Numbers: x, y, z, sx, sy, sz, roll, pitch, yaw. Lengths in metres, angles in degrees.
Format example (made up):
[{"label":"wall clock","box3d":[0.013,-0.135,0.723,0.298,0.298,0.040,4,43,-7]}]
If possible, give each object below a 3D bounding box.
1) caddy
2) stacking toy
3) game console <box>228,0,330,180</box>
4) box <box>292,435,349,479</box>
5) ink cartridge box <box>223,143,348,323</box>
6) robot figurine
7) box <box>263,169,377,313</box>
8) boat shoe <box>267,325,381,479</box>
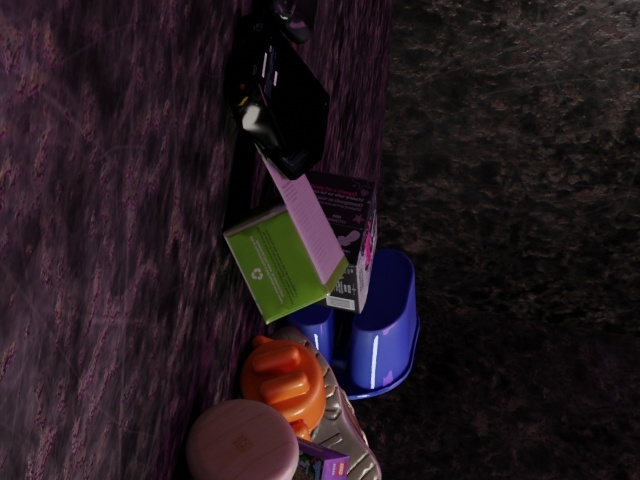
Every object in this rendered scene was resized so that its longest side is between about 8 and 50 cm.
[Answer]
[{"label":"caddy","box3d":[0.056,0.154,2.247,0.341,0.241,0.179,-70,163,-56]},{"label":"stacking toy","box3d":[-0.114,0.352,1.618,0.330,0.141,0.141,101,3,-49]},{"label":"game console","box3d":[-0.035,-0.272,1.547,0.213,0.043,0.362,46,47,-60]},{"label":"box","box3d":[-0.067,0.424,1.764,0.057,0.200,0.293,3,97,-47]},{"label":"ink cartridge box","box3d":[-0.069,-0.044,1.613,0.255,0.097,0.189,63,13,-6]},{"label":"robot figurine","box3d":[-0.055,0.228,1.877,0.128,0.158,0.219,-55,164,-19]},{"label":"box","box3d":[0.000,0.000,1.875,0.247,0.163,0.142,80,21,-71]},{"label":"boat shoe","box3d":[-0.006,0.288,2.062,0.116,0.123,0.324,-98,164,-80]}]
